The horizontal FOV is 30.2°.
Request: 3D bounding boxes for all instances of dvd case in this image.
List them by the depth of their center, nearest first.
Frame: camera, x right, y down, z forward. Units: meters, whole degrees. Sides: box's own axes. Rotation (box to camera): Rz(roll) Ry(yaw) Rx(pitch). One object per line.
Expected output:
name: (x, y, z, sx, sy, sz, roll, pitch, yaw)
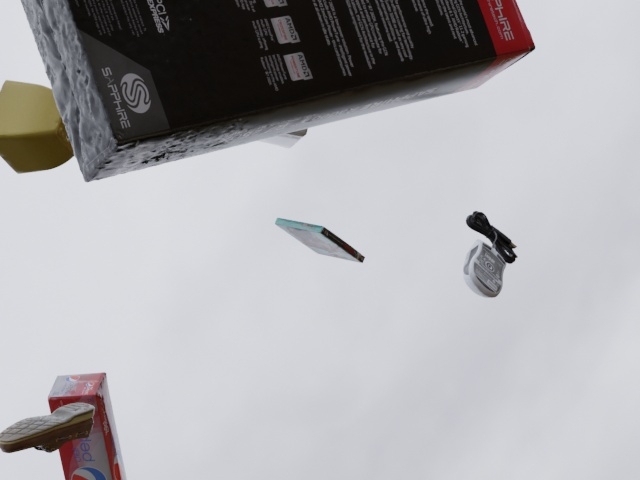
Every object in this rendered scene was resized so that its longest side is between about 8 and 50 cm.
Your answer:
dvd case: (0.000, 0.000, 1.718, 0.119, 0.087, 0.013, 34, -108, -51)

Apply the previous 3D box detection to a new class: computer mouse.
computer mouse: (0.260, 0.035, 1.898, 0.042, 0.106, 0.193, -41, 10, 33)

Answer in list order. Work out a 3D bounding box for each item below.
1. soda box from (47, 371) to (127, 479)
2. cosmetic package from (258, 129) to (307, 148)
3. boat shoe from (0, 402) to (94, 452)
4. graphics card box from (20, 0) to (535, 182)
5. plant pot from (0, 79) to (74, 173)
soda box: (-0.410, 0.368, 2.108, 0.092, 0.083, 0.263, -5, -67, 6)
cosmetic package: (-0.095, -0.339, 1.658, 0.156, 0.217, 0.385, 175, 109, -80)
boat shoe: (-0.434, 0.312, 1.899, 0.178, 0.064, 0.060, -15, -72, -48)
graphics card box: (-0.037, -0.200, 0.900, 0.371, 0.232, 0.094, -18, -6, -31)
plant pot: (-0.316, -0.128, 1.349, 0.081, 0.083, 0.081, 59, -141, -56)
